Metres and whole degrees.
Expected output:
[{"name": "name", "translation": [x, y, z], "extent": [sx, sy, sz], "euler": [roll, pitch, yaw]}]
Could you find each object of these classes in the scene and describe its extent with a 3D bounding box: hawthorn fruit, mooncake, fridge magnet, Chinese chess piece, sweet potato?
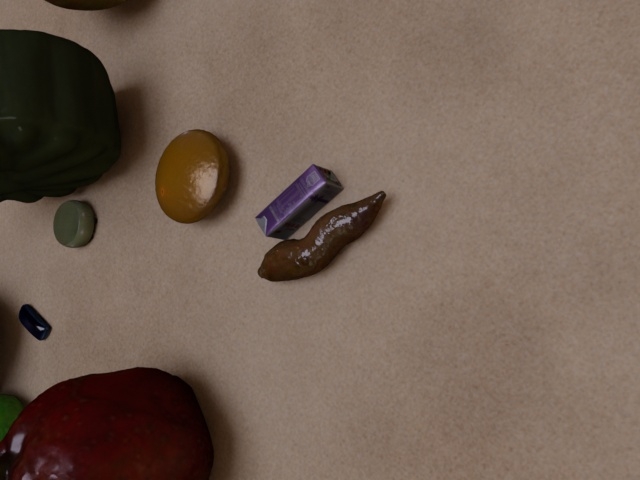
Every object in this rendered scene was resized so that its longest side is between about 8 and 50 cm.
[{"name": "hawthorn fruit", "translation": [-0.294, 0.303, 0.836], "extent": [0.265, 0.307, 0.265], "euler": [-9, 73, 33]}, {"name": "mooncake", "translation": [-0.484, -0.173, 0.994], "extent": [0.351, 0.351, 0.187], "euler": [-20, 76, 28]}, {"name": "fridge magnet", "translation": [-0.190, -0.095, 0.954], "extent": [0.143, 0.063, 0.143], "euler": [-5, 80, 31]}, {"name": "Chinese chess piece", "translation": [-0.428, -0.029, 1.110], "extent": [0.084, 0.034, 0.084], "euler": [-4, 83, 33]}, {"name": "sweet potato", "translation": [0.001, 0.003, 0.834], "extent": [0.218, 0.051, 0.065], "euler": [-31, 68, 25]}]

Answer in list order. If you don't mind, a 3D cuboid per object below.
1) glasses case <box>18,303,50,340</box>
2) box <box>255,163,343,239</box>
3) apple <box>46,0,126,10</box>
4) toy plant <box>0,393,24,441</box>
[{"name": "glasses case", "translation": [-0.520, 0.148, 1.153], "extent": [0.083, 0.023, 0.033], "euler": [34, 101, 30]}, {"name": "box", "translation": [-0.030, -0.050, 0.859], "extent": [0.117, 0.051, 0.036], "euler": [-40, 65, 20]}, {"name": "apple", "translation": [-0.390, -0.505, 1.013], "extent": [0.264, 0.264, 0.264], "euler": [-4, 83, 31]}, {"name": "toy plant", "translation": [-0.527, 0.403, 1.068], "extent": [0.316, 0.184, 0.224], "euler": [18, 89, 47]}]
